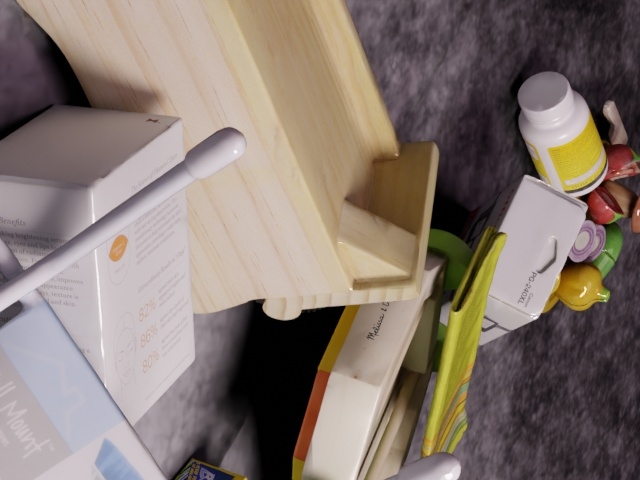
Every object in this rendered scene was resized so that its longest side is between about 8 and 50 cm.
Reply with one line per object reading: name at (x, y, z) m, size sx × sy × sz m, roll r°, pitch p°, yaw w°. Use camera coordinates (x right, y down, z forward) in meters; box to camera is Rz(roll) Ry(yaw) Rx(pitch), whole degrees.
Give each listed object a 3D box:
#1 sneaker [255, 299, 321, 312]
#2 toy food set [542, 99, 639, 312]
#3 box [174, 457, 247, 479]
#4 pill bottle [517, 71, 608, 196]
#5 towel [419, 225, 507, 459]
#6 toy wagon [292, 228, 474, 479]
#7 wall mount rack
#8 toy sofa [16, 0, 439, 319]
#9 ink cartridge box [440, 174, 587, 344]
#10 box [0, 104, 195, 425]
sneaker at (0.000, 0.000, 1.377) m, size 0.161 × 0.057 × 0.075 m, roll -27°, pitch 122°, yaw -54°
toy food set at (0.273, -0.021, 1.730) m, size 0.218 × 0.071 × 0.128 m, roll -64°, pitch 158°, yaw -16°
box at (-0.070, 0.245, 1.367) m, size 0.059 × 0.054 × 0.169 m, roll -49°, pitch 139°, yaw -33°
pill bottle at (0.215, -0.097, 1.641) m, size 0.065 × 0.065 × 0.116 m, roll -59°, pitch 144°, yaw -23°
towel at (0.108, 0.104, 1.431) m, size 0.237 × 0.021 × 0.102 m, roll 97°, pitch 15°, yaw -45°
toy wagon at (0.039, 0.163, 1.423) m, size 0.344 × 0.068 × 0.267 m, roll 94°, pitch 18°, yaw -53°
wall mount rack at (-0.113, 0.111, 0.988) m, size 0.304 × 0.130 × 0.350 m, roll -34°, pitch 94°, yaw -1°
toy sofa at (-0.052, -0.117, 1.200) m, size 0.362 × 0.177 × 0.150 m, roll 66°, pitch 25°, yaw -43°
ink cartridge box at (0.153, 0.018, 1.524) m, size 0.109 × 0.063 × 0.150 m, roll -64°, pitch -174°, yaw -16°
box at (-0.145, 0.019, 1.110) m, size 0.130 × 0.091 × 0.170 m, roll -47°, pitch 139°, yaw -60°
